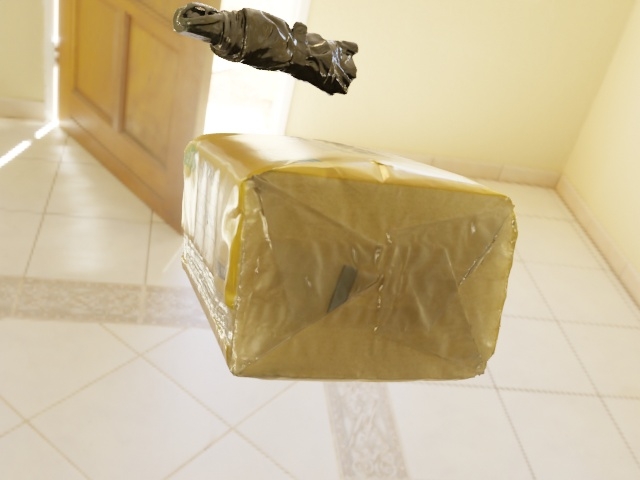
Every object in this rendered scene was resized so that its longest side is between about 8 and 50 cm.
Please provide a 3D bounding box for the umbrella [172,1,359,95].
[{"bbox_3d":[-0.053,-0.209,0.823,0.236,0.066,0.059,4,-2,-43],"label":"umbrella"}]

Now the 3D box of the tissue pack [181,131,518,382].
[{"bbox_3d":[0.000,0.000,0.886,0.293,0.228,0.382,5,12,-18],"label":"tissue pack"}]
